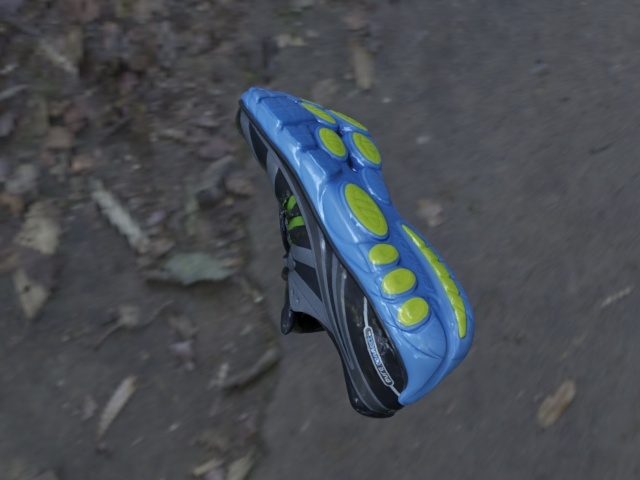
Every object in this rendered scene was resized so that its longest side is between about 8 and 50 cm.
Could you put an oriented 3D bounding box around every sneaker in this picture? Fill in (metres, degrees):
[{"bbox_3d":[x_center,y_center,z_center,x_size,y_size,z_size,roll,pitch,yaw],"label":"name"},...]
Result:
[{"bbox_3d":[0.000,0.000,0.827,0.078,0.067,0.188,-53,46,28],"label":"sneaker"}]
